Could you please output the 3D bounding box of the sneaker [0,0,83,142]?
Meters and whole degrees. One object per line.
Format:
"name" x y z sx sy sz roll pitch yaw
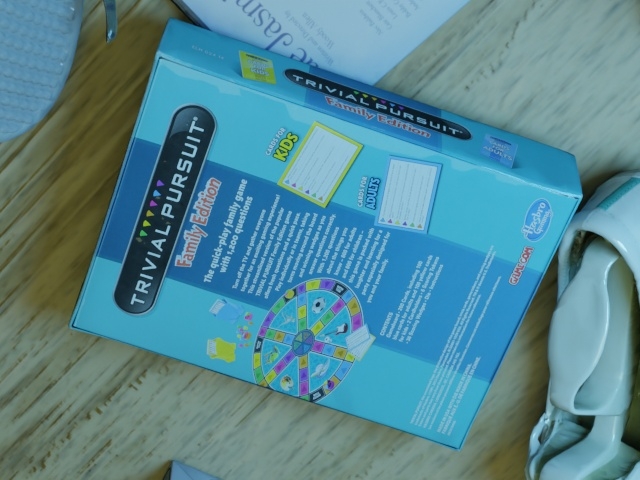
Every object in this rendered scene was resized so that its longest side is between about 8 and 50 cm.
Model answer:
"sneaker" -0.256 -0.231 1.224 0.127 0.126 0.321 32 134 31

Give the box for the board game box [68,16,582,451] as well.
"board game box" 0.000 0.000 1.319 0.336 0.079 0.254 19 118 -7

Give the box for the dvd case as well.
"dvd case" 0.022 -0.220 1.276 0.253 0.022 0.180 -40 106 15

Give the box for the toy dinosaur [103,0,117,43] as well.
"toy dinosaur" -0.140 -0.287 1.200 0.064 0.118 0.268 18 129 28

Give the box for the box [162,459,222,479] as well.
"box" -0.151 0.356 1.431 0.087 0.169 0.290 25 108 -12

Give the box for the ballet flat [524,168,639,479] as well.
"ballet flat" 0.223 0.140 1.350 0.139 0.139 0.400 2 110 0
